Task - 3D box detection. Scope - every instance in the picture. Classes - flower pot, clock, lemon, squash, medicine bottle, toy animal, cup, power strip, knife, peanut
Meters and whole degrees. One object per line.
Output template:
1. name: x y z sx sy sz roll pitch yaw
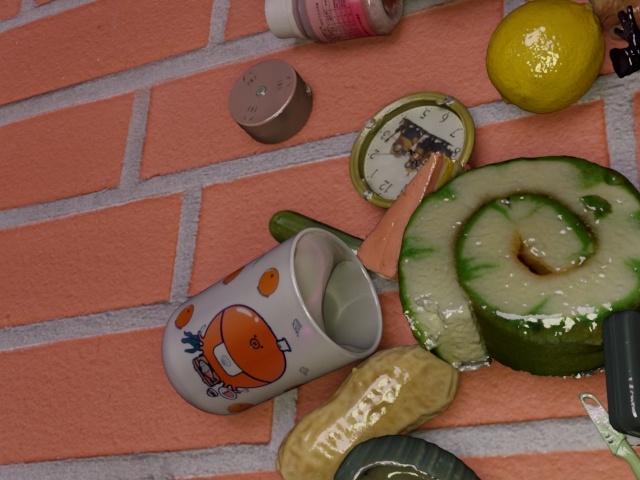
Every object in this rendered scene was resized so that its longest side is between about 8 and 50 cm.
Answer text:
1. flower pot: 0.129 0.370 1.374 0.243 0.157 0.189 38 83 8
2. clock: 0.161 -0.147 1.734 0.237 0.057 0.237 -15 56 24
3. lemon: 0.361 -0.299 1.623 0.203 0.178 0.178 -50 50 16
4. squash: 0.000 0.000 1.741 0.229 0.066 0.066 21 76 35
5. medicine bottle: 0.023 -0.447 1.922 0.247 0.147 0.147 -2 64 28
6. toy animal: 0.491 -0.409 1.606 0.184 0.185 0.104 4 64 30
7. cup: -0.089 0.142 1.597 0.317 0.212 0.212 -30 52 31
8. power strip: -0.093 -0.266 1.930 0.154 0.078 0.154 -14 57 24
9. toy animal: 0.586 -0.335 1.556 0.324 0.195 0.090 -41 6 -21
10. knife: 0.412 0.287 1.378 0.030 0.014 0.207 -36 51 8
11. peanut: 0.072 0.265 1.511 0.313 0.149 0.149 -43 51 -4

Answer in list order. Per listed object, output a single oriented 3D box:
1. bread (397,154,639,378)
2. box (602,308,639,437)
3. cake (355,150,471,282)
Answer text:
1. bread: 0.292 0.039 1.458 0.382 0.129 0.366 -34 47 -9
2. box: 0.456 0.186 1.282 0.050 0.230 0.160 -35 44 51
3. cake: 0.163 -0.027 1.599 0.225 0.109 0.090 -55 52 21
